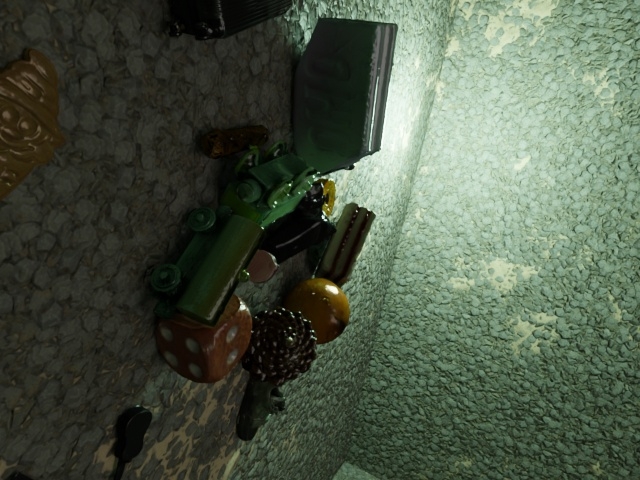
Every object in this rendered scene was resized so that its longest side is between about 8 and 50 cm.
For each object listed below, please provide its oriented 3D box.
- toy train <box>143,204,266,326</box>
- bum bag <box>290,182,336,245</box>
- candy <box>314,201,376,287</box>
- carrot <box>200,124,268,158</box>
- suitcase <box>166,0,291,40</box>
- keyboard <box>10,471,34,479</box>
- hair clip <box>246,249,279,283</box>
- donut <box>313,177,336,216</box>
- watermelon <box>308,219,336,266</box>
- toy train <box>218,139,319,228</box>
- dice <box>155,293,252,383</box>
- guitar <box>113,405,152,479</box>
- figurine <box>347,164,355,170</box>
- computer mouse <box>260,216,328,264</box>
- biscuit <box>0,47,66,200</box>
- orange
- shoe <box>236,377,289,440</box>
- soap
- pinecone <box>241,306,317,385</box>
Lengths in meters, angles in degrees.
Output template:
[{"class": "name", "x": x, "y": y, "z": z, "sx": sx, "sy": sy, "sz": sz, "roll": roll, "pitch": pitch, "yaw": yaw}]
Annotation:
[{"class": "toy train", "x": -0.256, "y": 0.051, "z": 1.020, "sx": 0.307, "sy": 0.190, "sz": 0.126, "roll": -63, "pitch": 152, "yaw": -25}, {"class": "bum bag", "x": -0.035, "y": -0.086, "z": 1.521, "sx": 0.144, "sy": 0.095, "sz": 0.340, "roll": -27, "pitch": 144, "yaw": -4}, {"class": "candy", "x": 0.095, "y": 0.023, "z": 1.801, "sx": 0.320, "sy": 0.135, "sz": 0.179, "roll": -64, "pitch": 180, "yaw": -18}, {"class": "carrot", "x": -0.204, "y": -0.246, "z": 1.095, "sx": 0.229, "sy": 0.069, "sz": 0.069, "roll": -35, "pitch": 136, "yaw": -57}, {"class": "suitcase", "x": -0.178, "y": -0.522, "z": 0.880, "sx": 0.312, "sy": 0.128, "sz": 0.202, "roll": -50, "pitch": 148, "yaw": -44}, {"class": "keyboard", "x": -0.601, "y": 0.514, "z": 0.793, "sx": 0.196, "sy": 0.015, "sz": 0.074, "roll": -55, "pitch": 147, "yaw": -36}, {"class": "hair clip", "x": -0.194, "y": 0.054, "z": 1.234, "sx": 0.123, "sy": 0.138, "sz": 0.102, "roll": -60, "pitch": 149, "yaw": -12}, {"class": "donut", "x": 0.005, "y": -0.155, "z": 1.633, "sx": 0.152, "sy": 0.058, "sz": 0.151, "roll": -46, "pitch": 144, "yaw": -48}, {"class": "watermelon", "x": 0.000, "y": 0.000, "z": 1.731, "sx": 0.139, "sy": 0.071, "sz": 0.187, "roll": -52, "pitch": 166, "yaw": -76}, {"class": "toy train", "x": -0.133, "y": -0.143, "z": 1.177, "sx": 0.188, "sy": 0.159, "sz": 0.272, "roll": -52, "pitch": 172, "yaw": 36}, {"class": "dice", "x": -0.283, "y": 0.233, "z": 1.108, "sx": 0.175, "sy": 0.174, "sz": 0.179, "roll": -39, "pitch": 139, "yaw": -55}, {"class": "guitar", "x": -0.470, "y": 0.531, "z": 1.066, "sx": 0.084, "sy": 0.038, "sz": 0.271, "roll": 13, "pitch": 94, "yaw": -65}, {"class": "figurine", "x": 0.069, "y": -0.354, "z": 1.579, "sx": 0.145, "sy": 0.145, "sz": 0.222, "roll": -49, "pitch": 136, "yaw": -44}, {"class": "computer mouse", "x": -0.099, "y": -0.007, "z": 1.432, "sx": 0.264, "sy": 0.088, "sz": 0.147, "roll": -33, "pitch": 159, "yaw": -26}, {"class": "biscuit", "x": -0.451, "y": -0.160, "z": 0.649, "sx": 0.162, "sy": 0.035, "sz": 0.250, "roll": 26, "pitch": 83, "yaw": -62}, {"class": "orange", "x": -0.016, "y": 0.259, "z": 1.636, "sx": 0.246, "sy": 0.246, "sz": 0.246, "roll": -46, "pitch": 145, "yaw": -46}, {"class": "shoe", "x": -0.195, "y": 0.594, "z": 1.587, "sx": 0.109, "sy": 0.149, "sz": 0.292, "roll": 0, "pitch": 104, "yaw": -67}, {"class": "soap", "x": 0.058, "y": -0.407, "z": 1.319, "sx": 0.156, "sy": 0.261, "sz": 0.446, "roll": -41, "pitch": 143, "yaw": -51}, {"class": "pinecone", "x": -0.136, "y": 0.345, "z": 1.436, "sx": 0.264, "sy": 0.264, "sz": 0.264, "roll": -46, "pitch": 145, "yaw": -46}]
